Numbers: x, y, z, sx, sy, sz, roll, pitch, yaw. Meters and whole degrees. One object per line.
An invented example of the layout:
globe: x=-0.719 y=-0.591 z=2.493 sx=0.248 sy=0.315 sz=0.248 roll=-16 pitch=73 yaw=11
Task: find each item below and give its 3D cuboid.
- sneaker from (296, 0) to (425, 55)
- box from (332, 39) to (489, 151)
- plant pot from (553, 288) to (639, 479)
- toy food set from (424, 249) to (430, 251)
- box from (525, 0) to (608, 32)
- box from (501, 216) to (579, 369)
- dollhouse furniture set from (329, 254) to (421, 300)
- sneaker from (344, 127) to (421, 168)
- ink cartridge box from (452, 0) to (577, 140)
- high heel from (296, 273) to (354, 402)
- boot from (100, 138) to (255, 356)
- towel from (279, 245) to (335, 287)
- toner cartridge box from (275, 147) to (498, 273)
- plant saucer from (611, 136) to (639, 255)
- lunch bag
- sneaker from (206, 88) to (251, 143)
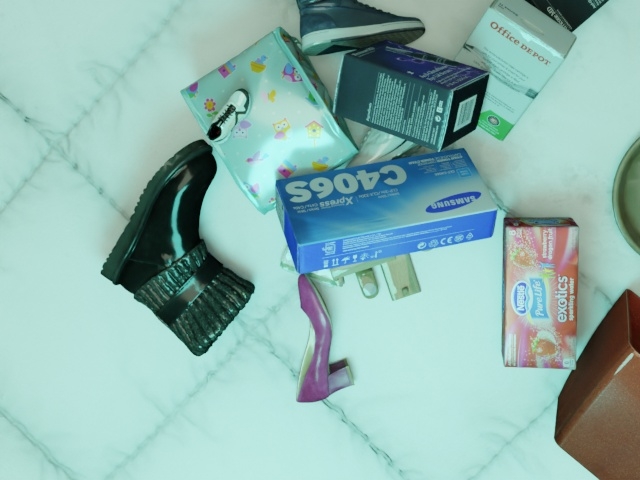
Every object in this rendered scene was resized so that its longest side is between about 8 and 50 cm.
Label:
sneaker: x=0.066 y=-0.417 z=1.740 sx=0.226 sy=0.086 sz=0.163 roll=-6 pitch=77 yaw=-13
box: x=0.149 y=-0.243 z=1.640 sx=0.207 sy=0.153 sz=0.108 roll=23 pitch=120 yaw=23
plant pot: x=0.551 y=0.290 z=1.710 sx=0.267 sy=0.267 sz=0.236 roll=39 pitch=113 yaw=0
toy food set: x=0.200 y=-0.026 z=1.817 sx=0.082 sy=0.020 sz=0.083 roll=-27 pitch=94 yaw=11
box: x=0.382 y=-0.493 z=1.634 sx=0.184 sy=0.103 sz=0.261 roll=-41 pitch=114 yaw=9
box: x=0.386 y=0.091 z=1.757 sx=0.128 sy=0.122 sz=0.257 roll=1 pitch=99 yaw=9
dollhouse furniture set: x=0.100 y=0.069 z=1.770 sx=0.144 sy=0.151 sz=0.123 roll=-18 pitch=98 yaw=2
sneaker: x=0.123 y=-0.185 z=1.780 sx=0.235 sy=0.090 sz=0.095 roll=-38 pitch=78 yaw=9
ink cartridge box: x=0.309 y=-0.295 z=1.675 sx=0.153 sy=0.087 sz=0.208 roll=35 pitch=137 yaw=1
high heel: x=-0.028 y=0.185 z=1.853 sx=0.117 sy=0.082 sz=0.244 roll=-20 pitch=109 yaw=0
boot: x=-0.220 y=0.015 z=1.822 sx=0.260 sy=0.131 sz=0.348 roll=37 pitch=113 yaw=8
towel: x=0.000 y=0.000 z=1.852 sx=0.113 sy=0.023 sz=0.152 roll=20 pitch=99 yaw=2
toner cartridge box: x=0.109 y=-0.054 z=1.696 sx=0.347 sy=0.165 sz=0.075 roll=-11 pitch=138 yaw=-11
plant saucer: x=0.650 y=-0.081 z=1.736 sx=0.277 sy=0.041 sz=0.278 roll=1 pitch=99 yaw=7
lunch bag: x=-0.080 y=-0.206 z=1.759 sx=0.223 sy=0.160 sz=0.262 roll=-32 pitch=88 yaw=11
sneaker: x=-0.155 y=-0.207 z=1.672 sx=0.040 sy=0.044 sz=0.109 roll=36 pitch=108 yaw=9
